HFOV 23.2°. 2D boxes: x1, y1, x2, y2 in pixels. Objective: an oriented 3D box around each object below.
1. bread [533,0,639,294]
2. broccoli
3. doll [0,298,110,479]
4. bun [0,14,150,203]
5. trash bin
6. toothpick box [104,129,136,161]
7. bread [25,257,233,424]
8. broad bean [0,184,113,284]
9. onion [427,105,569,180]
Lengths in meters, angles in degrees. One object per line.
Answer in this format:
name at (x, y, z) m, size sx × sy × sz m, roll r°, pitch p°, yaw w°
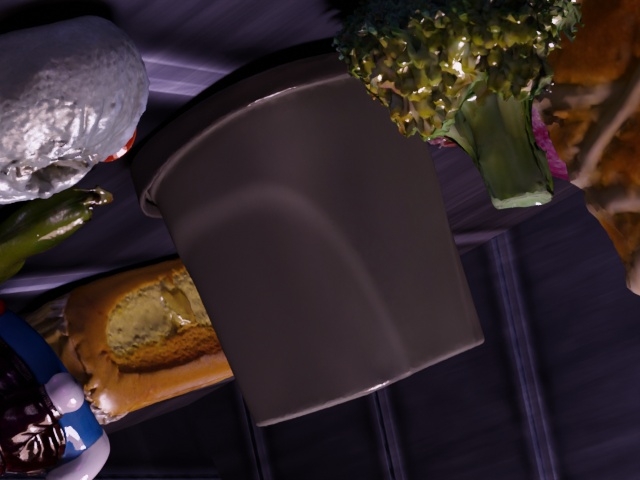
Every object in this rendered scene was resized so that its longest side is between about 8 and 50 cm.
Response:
bread at (0.381, -0.123, 1.183) m, size 0.279 × 0.371 × 0.390 m, roll -17°, pitch 169°, yaw -43°
broccoli at (0.119, -0.113, 1.089) m, size 0.194 × 0.194 × 0.220 m, roll -23°, pitch 178°, yaw -12°
doll at (-0.387, 0.201, 1.485) m, size 0.310 × 0.240 × 0.284 m, roll -38°, pitch -154°, yaw -26°
bun at (-0.160, -0.070, 0.901) m, size 0.141 × 0.083 × 0.141 m, roll -28°, pitch 172°, yaw -4°
trash bin at (0.000, 0.000, 1.262) m, size 0.220 × 0.250 × 0.219 m, roll -18°, pitch 176°, yaw -45°
toothpick box at (-0.152, -0.077, 1.014) m, size 0.047 × 0.047 × 0.083 m, roll -26°, pitch 173°, yaw 6°
bread at (-0.194, 0.109, 1.738) m, size 0.119 × 0.152 × 0.288 m, roll -24°, pitch 174°, yaw 39°
broad bean at (-0.273, 0.019, 1.274) m, size 0.254 × 0.046 × 0.065 m, roll -31°, pitch 170°, yaw 32°
onion at (0.266, -0.126, 1.591) m, size 0.267 × 0.159 × 0.349 m, roll -12°, pitch 164°, yaw -47°
